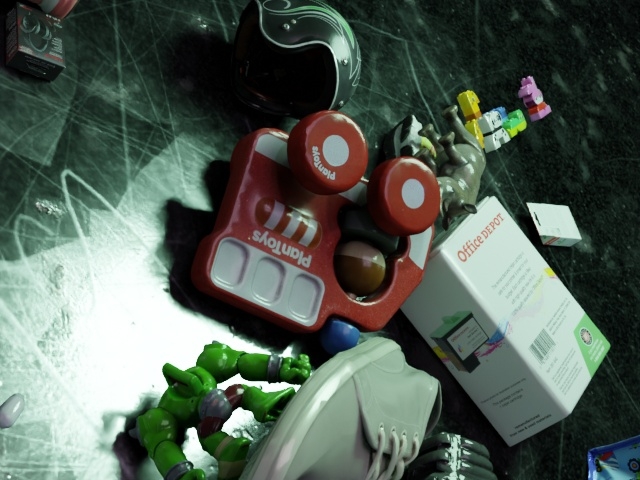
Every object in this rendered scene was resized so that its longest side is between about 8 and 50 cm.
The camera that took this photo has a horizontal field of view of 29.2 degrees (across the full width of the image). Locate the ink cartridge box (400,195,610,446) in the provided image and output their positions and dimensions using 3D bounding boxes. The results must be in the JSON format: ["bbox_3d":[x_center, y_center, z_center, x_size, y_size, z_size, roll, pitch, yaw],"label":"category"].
[{"bbox_3d":[0.247,0.106,1.689,0.278,0.117,0.201,52,37,-1],"label":"ink cartridge box"}]

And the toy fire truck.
[{"bbox_3d":[0.000,0.000,1.509,0.302,0.169,0.254,28,70,-30],"label":"toy fire truck"}]

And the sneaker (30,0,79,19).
[{"bbox_3d":[-0.348,-0.419,1.487,0.136,0.116,0.314,18,50,-35],"label":"sneaker"}]

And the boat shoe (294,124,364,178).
[{"bbox_3d":[0.006,-0.097,1.660,0.135,0.050,0.045,42,48,-7],"label":"boat shoe"}]

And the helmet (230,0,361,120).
[{"bbox_3d":[-0.027,-0.244,1.644,0.161,0.169,0.169,11,52,-20],"label":"helmet"}]

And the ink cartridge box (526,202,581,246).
[{"bbox_3d":[0.371,-0.026,1.993,0.115,0.029,0.063,3,60,-43],"label":"ink cartridge box"}]

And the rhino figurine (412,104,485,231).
[{"bbox_3d":[0.179,-0.090,1.670,0.106,0.073,0.243,55,24,-18],"label":"rhino figurine"}]

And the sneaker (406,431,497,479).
[{"bbox_3d":[0.114,0.297,1.421,0.295,0.104,0.147,15,49,-46],"label":"sneaker"}]

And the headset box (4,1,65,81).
[{"bbox_3d":[-0.330,-0.226,1.421,0.062,0.032,0.083,18,48,-37],"label":"headset box"}]

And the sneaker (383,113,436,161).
[{"bbox_3d":[0.139,-0.093,1.764,0.094,0.081,0.208,40,39,-20],"label":"sneaker"}]

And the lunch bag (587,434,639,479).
[{"bbox_3d":[0.541,0.340,1.665,0.221,0.293,0.138,39,39,-16],"label":"lunch bag"}]

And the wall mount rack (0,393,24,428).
[{"bbox_3d":[-0.399,0.172,0.959,0.350,0.130,0.304,42,39,-12],"label":"wall mount rack"}]

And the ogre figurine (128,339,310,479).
[{"bbox_3d":[-0.108,0.173,1.259,0.118,0.197,0.097,28,-12,26],"label":"ogre figurine"}]

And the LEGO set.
[{"bbox_3d":[0.279,-0.210,1.991,0.227,0.087,0.093,-34,103,-52],"label":"LEGO set"}]

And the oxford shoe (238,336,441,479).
[{"bbox_3d":[0.032,0.205,1.281,0.130,0.169,0.449,39,17,12],"label":"oxford shoe"}]
